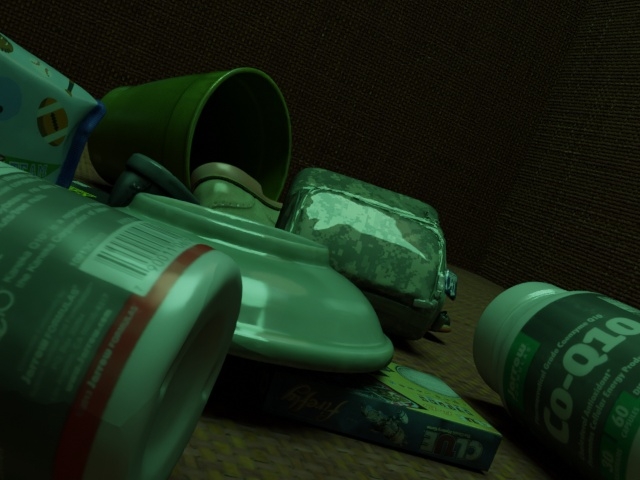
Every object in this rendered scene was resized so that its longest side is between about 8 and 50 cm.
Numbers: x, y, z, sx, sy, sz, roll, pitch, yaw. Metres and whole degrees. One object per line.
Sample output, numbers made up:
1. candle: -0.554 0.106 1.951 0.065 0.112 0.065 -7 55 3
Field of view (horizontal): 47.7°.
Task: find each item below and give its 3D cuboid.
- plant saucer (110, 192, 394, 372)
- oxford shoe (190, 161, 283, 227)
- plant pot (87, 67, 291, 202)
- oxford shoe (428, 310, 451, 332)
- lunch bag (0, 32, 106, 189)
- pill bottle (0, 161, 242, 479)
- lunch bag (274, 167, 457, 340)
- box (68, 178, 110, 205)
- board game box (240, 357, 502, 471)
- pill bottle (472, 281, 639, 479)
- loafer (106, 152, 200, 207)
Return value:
1. plant saucer: -0.104 0.025 0.768 0.401 0.100 0.400 16 2 -1
2. oxford shoe: -0.101 0.003 1.441 0.397 0.140 0.146 29 44 -33
3. plant pot: -0.312 -0.211 1.610 0.353 0.366 0.366 12 1 28
4. oxford shoe: 0.157 0.101 1.416 0.097 0.098 0.271 16 7 -42
5. lunch bag: -0.497 -0.174 0.806 0.386 0.238 0.328 15 -12 34
6. pill bottle: -0.203 0.033 0.412 0.283 0.161 0.161 22 6 6
7. lunch bag: 0.062 0.034 1.226 0.305 0.212 0.256 19 27 -5
8. box: -0.364 -0.044 1.057 0.270 0.060 0.216 23 6 11
9. board game box: 0.043 0.157 0.753 0.243 0.042 0.165 20 5 -16
10. pill bottle: 0.339 0.177 0.853 0.204 0.204 0.361 19 5 -19
11. loafer: -0.189 0.001 1.002 0.109 0.095 0.302 24 -18 36
